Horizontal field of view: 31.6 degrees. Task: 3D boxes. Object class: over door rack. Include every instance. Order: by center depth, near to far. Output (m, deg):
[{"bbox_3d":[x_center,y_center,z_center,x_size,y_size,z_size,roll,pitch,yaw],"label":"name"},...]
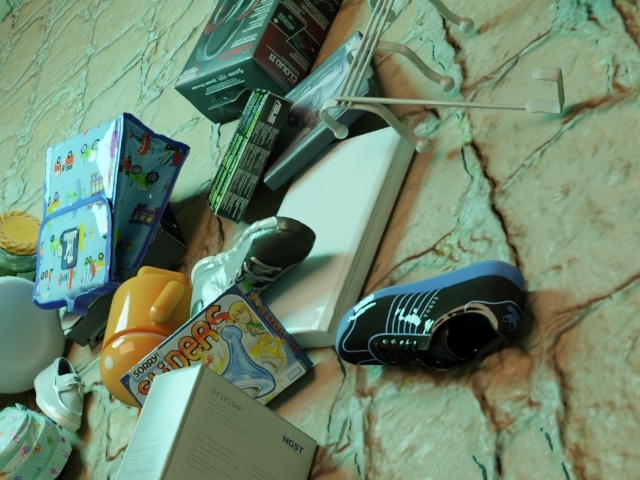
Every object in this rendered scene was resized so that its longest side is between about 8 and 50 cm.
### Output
[{"bbox_3d":[0.181,-0.231,1.410,0.324,0.108,0.239,-3,51,32],"label":"over door rack"}]

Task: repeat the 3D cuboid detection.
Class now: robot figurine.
[{"bbox_3d":[-0.228,0.132,1.522,0.158,0.128,0.219,-26,38,24],"label":"robot figurine"}]

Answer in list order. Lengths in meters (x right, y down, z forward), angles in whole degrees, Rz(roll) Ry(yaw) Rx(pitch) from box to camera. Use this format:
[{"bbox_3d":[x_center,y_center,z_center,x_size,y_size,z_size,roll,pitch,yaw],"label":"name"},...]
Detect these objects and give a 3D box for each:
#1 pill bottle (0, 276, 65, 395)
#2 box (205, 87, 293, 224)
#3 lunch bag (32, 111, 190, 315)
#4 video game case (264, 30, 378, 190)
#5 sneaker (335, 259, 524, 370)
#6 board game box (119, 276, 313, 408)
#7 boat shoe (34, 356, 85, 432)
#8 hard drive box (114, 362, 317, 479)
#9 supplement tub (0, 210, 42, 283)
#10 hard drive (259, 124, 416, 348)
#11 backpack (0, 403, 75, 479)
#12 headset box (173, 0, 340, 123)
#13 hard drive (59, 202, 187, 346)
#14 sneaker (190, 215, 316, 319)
[{"bbox_3d":[-0.587,0.176,1.891,0.334,0.188,0.188,-16,44,46],"label":"pill bottle"},{"bbox_3d":[-0.107,-0.127,1.644,0.191,0.045,0.184,-66,15,4],"label":"box"},{"bbox_3d":[-0.344,-0.019,1.753,0.221,0.138,0.293,-15,57,43],"label":"lunch bag"},{"bbox_3d":[-0.003,-0.194,1.641,0.196,0.026,0.274,-40,20,17],"label":"video game case"},{"bbox_3d":[0.104,0.096,1.170,0.232,0.081,0.090,-26,31,34],"label":"sneaker"},{"bbox_3d":[-0.127,0.158,1.359,0.201,0.136,0.035,-40,-3,18],"label":"board game box"},{"bbox_3d":[-0.383,0.228,1.698,0.063,0.066,0.184,-52,21,0],"label":"boat shoe"},{"bbox_3d":[-0.119,0.275,1.171,0.089,0.181,0.232,-19,41,44],"label":"hard drive box"},{"bbox_3d":[-0.552,0.044,2.000,0.117,0.117,0.190,-90,23,-48],"label":"supplement tub"},{"bbox_3d":[0.000,0.000,1.456,0.203,0.040,0.307,-11,48,47],"label":"hard drive"},{"bbox_3d":[-0.432,0.307,1.611,0.182,0.115,0.152,-3,56,56],"label":"backpack"},{"bbox_3d":[-0.103,-0.333,1.887,0.218,0.110,0.293,-10,49,48],"label":"headset box"},{"bbox_3d":[-0.350,0.006,1.891,0.237,0.064,0.339,-46,31,9],"label":"hard drive"},{"bbox_3d":[-0.090,0.066,1.395,0.228,0.086,0.132,-32,39,47],"label":"sneaker"}]
